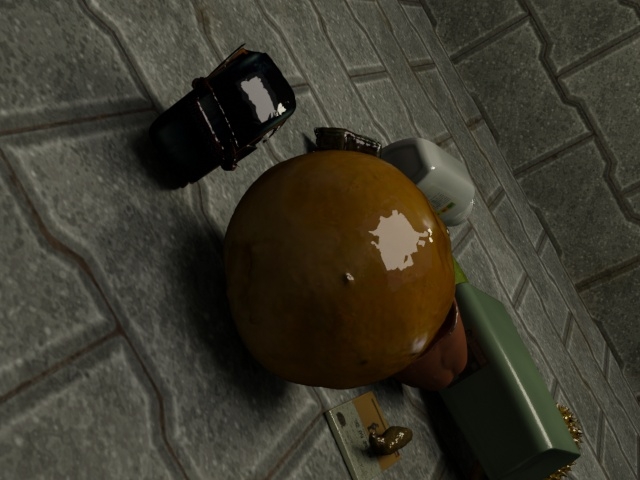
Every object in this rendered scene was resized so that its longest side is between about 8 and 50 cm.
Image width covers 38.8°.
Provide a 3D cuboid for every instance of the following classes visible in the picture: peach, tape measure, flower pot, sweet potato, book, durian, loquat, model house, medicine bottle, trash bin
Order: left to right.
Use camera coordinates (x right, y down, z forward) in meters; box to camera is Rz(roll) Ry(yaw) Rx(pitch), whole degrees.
[{"bbox_3d":[-0.131,-0.168,1.249,0.135,0.202,0.223,54,18,-11],"label":"tape measure"},{"bbox_3d":[0.024,0.038,1.202,0.328,0.328,0.328,47,27,-32],"label":"loquat"},{"bbox_3d":[0.051,-0.129,1.752,0.165,0.106,0.152,15,53,-12],"label":"model house"},{"bbox_3d":[0.067,0.298,1.380,0.172,0.012,0.118,-3,68,-66],"label":"book"},{"bbox_3d":[0.104,0.305,1.382,0.153,0.038,0.041,13,74,-62],"label":"sweet potato"},{"bbox_3d":[0.167,0.163,1.554,0.173,0.190,0.190,53,21,-50],"label":"flower pot"},{"bbox_3d":[0.229,-0.114,1.980,0.324,0.179,0.124,22,45,-56],"label":"medicine bottle"},{"bbox_3d":[0.302,0.446,1.650,0.098,0.061,0.098,54,5,-7],"label":"peach"},{"bbox_3d":[0.324,0.271,1.691,0.223,0.158,0.343,28,29,-54],"label":"trash bin"},{"bbox_3d":[0.530,0.448,2.055,0.183,0.138,0.249,62,15,23],"label":"durian"}]

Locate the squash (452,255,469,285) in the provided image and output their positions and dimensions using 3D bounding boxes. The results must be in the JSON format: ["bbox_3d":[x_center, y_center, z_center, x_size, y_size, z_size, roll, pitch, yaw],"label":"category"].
[{"bbox_3d":[0.209,0.033,1.856,0.252,0.093,0.169,55,34,-16],"label":"squash"}]
